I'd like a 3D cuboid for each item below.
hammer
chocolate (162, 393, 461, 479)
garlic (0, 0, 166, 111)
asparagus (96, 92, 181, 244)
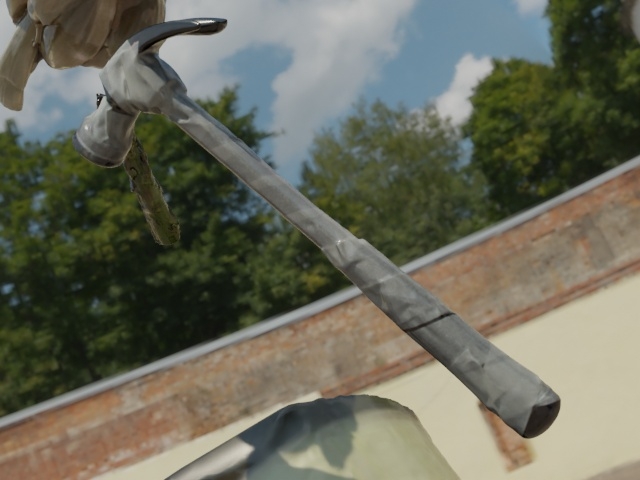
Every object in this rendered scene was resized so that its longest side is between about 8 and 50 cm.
[{"bbox_3d":[0.000,0.000,0.792,0.152,0.427,0.044,-51,-7,27],"label":"hammer"},{"bbox_3d":[0.021,0.345,1.001,0.326,0.297,0.314,-27,-40,-5],"label":"chocolate"},{"bbox_3d":[-0.206,-0.182,0.887,0.127,0.131,0.194,9,-61,-56],"label":"garlic"},{"bbox_3d":[-0.177,-0.069,1.024,0.030,0.165,0.036,-26,24,-7],"label":"asparagus"}]
